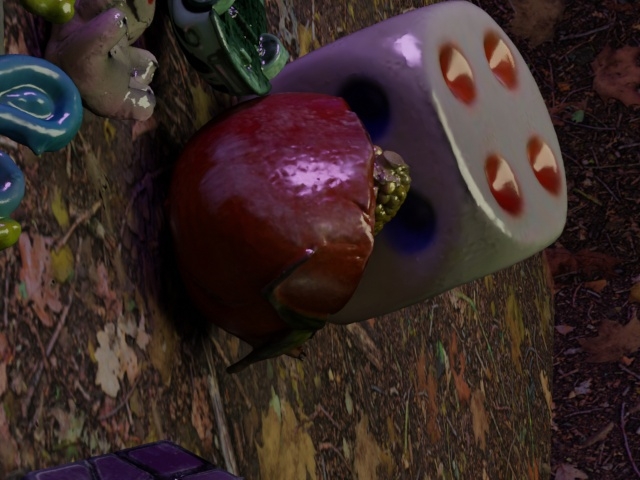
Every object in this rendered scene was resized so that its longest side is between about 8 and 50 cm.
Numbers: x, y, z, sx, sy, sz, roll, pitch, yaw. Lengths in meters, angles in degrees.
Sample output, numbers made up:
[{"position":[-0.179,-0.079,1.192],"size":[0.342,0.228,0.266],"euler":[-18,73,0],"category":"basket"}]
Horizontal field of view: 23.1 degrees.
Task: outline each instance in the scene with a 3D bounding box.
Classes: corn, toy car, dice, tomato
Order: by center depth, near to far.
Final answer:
[{"position":[-0.074,-0.033,1.581],"size":[0.170,0.309,0.309],"euler":[11,64,-28],"category":"tomato"},{"position":[-0.119,-0.277,1.639],"size":[0.136,0.125,0.306],"euler":[50,30,-51],"category":"toy car"},{"position":[0.000,0.000,1.696],"size":[0.086,0.288,0.086],"euler":[25,38,-21],"category":"corn"},{"position":[0.091,-0.088,1.825],"size":[0.277,0.304,0.304],"euler":[-22,90,-56],"category":"dice"}]

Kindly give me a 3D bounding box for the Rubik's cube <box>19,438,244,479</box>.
[{"position":[-0.130,0.300,1.090],"size":[0.264,0.319,0.319],"euler":[166,-85,-81],"category":"Rubik's cube"}]

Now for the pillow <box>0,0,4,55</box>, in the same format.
[{"position":[-0.284,-0.116,1.128],"size":[0.144,0.078,0.254],"euler":[29,53,-53],"category":"pillow"}]

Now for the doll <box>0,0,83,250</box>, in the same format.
[{"position":[-0.301,-0.148,1.018],"size":[0.346,0.098,0.341],"euler":[8,73,-50],"category":"doll"}]

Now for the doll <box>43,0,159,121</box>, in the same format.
[{"position":[-0.197,-0.200,1.422],"size":[0.149,0.095,0.192],"euler":[68,18,-53],"category":"doll"}]
